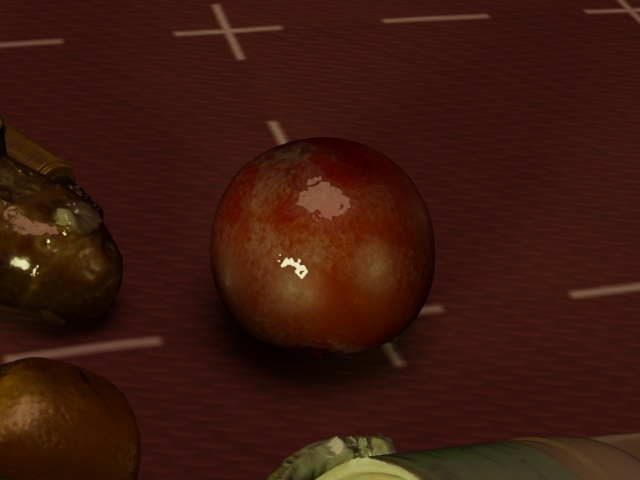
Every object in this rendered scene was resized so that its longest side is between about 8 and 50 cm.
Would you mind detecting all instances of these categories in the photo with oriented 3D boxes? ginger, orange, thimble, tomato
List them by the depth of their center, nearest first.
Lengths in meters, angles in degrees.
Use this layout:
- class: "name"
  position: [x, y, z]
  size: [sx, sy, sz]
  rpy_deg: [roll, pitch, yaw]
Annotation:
- class: "orange"
  position: [-0.296, 0.217, 1.359]
  size: [0.249, 0.249, 0.183]
  rpy_deg: [2, 61, -8]
- class: "thimble"
  position: [0.009, 0.281, 1.388]
  size: [0.137, 0.143, 0.190]
  rpy_deg: [21, 39, 18]
- class: "tomato"
  position: [0.000, 0.000, 1.677]
  size: [0.265, 0.265, 0.265]
  rpy_deg: [5, 37, -4]
- class: "ginger"
  position: [-0.406, -0.063, 1.704]
  size: [0.418, 0.254, 0.176]
  rpy_deg: [29, 36, 19]

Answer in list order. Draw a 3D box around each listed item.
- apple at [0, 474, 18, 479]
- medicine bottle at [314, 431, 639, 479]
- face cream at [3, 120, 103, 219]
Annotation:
- class: "apple"
  position: [-0.280, 0.323, 1.160]
  size: [0.279, 0.279, 0.279]
  rpy_deg: [5, 37, -4]
- class: "medicine bottle"
  position: [0.187, 0.290, 1.269]
  size: [0.406, 0.236, 0.236]
  rpy_deg: [2, 31, -43]
- class: "face cream"
  position: [-0.378, -0.090, 1.866]
  size: [0.273, 0.078, 0.078]
  rpy_deg: [32, 43, 28]
